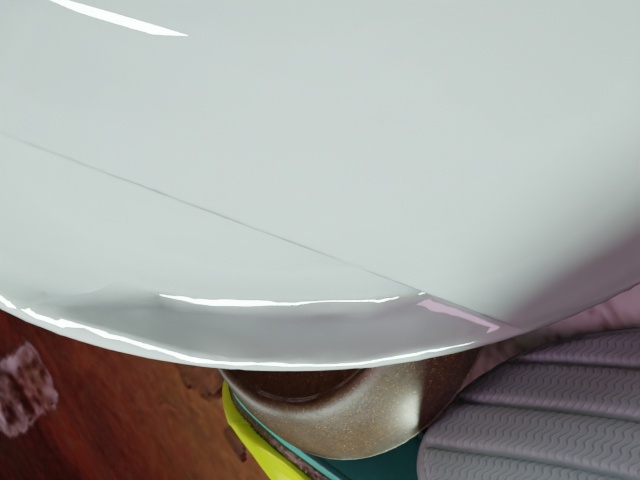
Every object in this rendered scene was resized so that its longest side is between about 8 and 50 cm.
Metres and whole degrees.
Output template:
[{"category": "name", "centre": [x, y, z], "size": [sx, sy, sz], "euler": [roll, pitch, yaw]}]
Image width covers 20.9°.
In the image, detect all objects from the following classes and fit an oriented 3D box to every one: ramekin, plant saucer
[{"category": "ramekin", "centre": [0.000, -0.080, 0.509], "size": [0.273, 0.273, 0.127], "euler": [127, 146, -47]}, {"category": "plant saucer", "centre": [0.000, 0.000, 0.671], "size": [0.168, 0.029, 0.168], "euler": [-7, 80, 45]}]

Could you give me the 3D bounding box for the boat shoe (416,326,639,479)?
[{"category": "boat shoe", "centre": [0.158, 0.119, 0.538], "size": [0.335, 0.121, 0.119], "euler": [16, 144, 55]}]

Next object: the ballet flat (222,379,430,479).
[{"category": "ballet flat", "centre": [0.046, 0.123, 0.712], "size": [0.231, 0.077, 0.077], "euler": [41, 156, 30]}]
